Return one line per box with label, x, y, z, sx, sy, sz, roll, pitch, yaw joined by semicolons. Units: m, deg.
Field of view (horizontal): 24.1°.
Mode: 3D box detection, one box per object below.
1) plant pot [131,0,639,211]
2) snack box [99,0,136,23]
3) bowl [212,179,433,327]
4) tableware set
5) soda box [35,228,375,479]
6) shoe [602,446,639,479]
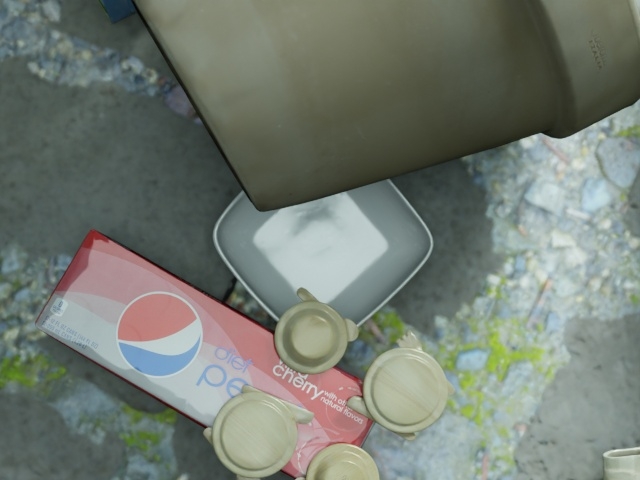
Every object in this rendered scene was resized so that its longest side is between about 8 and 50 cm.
plant pot;0.029;-0.167;1.072;0.280;0.323;0.323;-32;88;-3
snack box;-0.182;-0.288;1.141;0.070;0.174;0.207;-27;88;-5
bowl;0.000;0.000;1.190;0.142;0.053;0.142;-42;90;-5
tableware set;0.007;0.127;1.116;0.141;0.020;0.169;35;83;-2
soda box;-0.084;0.095;1.165;0.263;0.083;0.092;30;85;0
shoe;0.323;0.168;1.156;0.219;0.076;0.058;-18;86;18
